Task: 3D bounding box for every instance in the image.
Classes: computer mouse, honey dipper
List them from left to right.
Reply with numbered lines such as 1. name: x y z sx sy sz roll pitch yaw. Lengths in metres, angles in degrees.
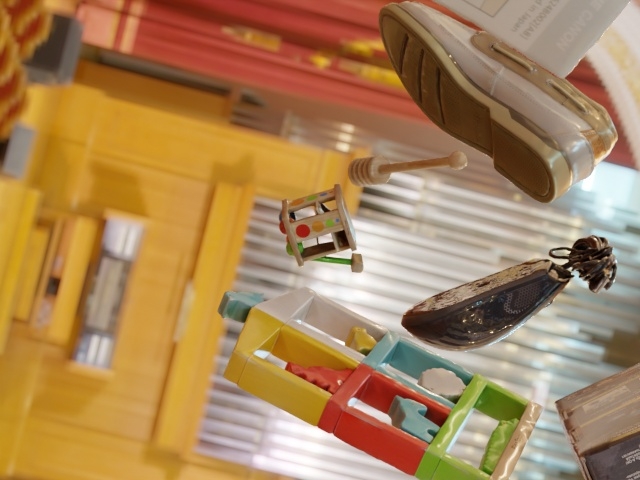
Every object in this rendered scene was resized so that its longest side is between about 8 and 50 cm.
1. honey dipper: 0.088 -0.072 1.540 0.160 0.030 0.031 -3 -110 52
2. computer mouse: 0.233 0.078 1.908 0.188 0.272 0.072 -69 138 -79

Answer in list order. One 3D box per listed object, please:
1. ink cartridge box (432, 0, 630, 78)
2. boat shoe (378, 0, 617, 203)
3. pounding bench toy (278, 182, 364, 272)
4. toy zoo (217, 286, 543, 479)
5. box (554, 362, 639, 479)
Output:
1. ink cartridge box: 0.111 -0.295 1.231 0.308 0.385 0.091 -49 158 -21
2. boat shoe: 0.183 -0.161 1.658 0.302 0.103 0.113 47 -22 29
3. pounding bench toy: 0.000 0.000 1.485 0.052 0.065 0.083 -94 166 -68
4. toy zoo: 0.040 0.122 1.361 0.030 0.293 0.192 -67 170 21
5. box: 0.390 0.108 1.263 0.318 0.394 0.097 -3 69 -85
